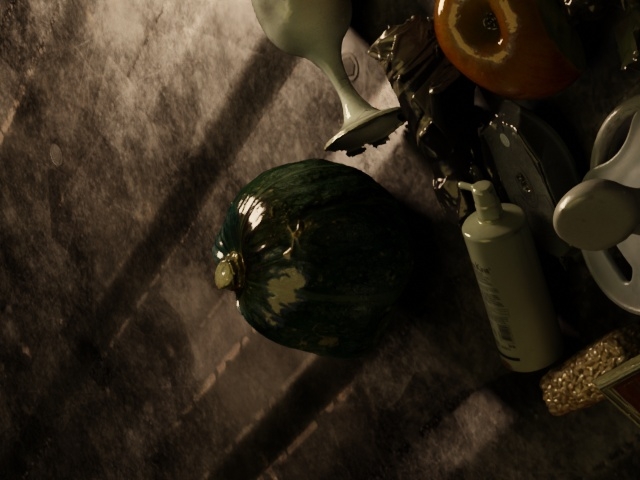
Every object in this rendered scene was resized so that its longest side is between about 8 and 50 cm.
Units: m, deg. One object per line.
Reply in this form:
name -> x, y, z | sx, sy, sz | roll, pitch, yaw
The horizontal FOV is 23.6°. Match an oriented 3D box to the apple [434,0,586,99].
apple -> 0.223, -0.256, 1.778 | 0.160, 0.173, 0.195 | -12, 97, 43

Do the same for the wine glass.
wine glass -> 0.004, -0.275, 2.079 | 0.143, 0.143, 0.321 | -41, 71, 51

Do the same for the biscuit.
biscuit -> 0.342, 0.162, 1.891 | 0.070, 0.082, 0.168 | 61, 142, 9

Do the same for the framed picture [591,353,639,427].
framed picture -> 0.462, 0.187, 1.734 | 0.216, 0.016, 0.273 | 41, 142, -5

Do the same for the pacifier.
pacifier -> 0.339, -0.041, 1.701 | 0.227, 0.207, 0.279 | 59, 142, 24

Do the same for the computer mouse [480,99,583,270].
computer mouse -> 0.277, -0.071, 1.881 | 0.231, 0.071, 0.126 | 64, 158, -11

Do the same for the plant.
plant -> 0.320, -0.285, 1.665 | 0.203, 0.131, 0.142 | 63, -174, 21

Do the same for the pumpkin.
pumpkin -> 0.000, 0.000, 2.109 | 0.293, 0.263, 0.197 | 54, 131, 41

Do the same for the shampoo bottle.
shampoo bottle -> 0.236, 0.040, 1.908 | 0.085, 0.085, 0.262 | 17, 136, 47

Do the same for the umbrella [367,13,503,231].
umbrella -> 0.180, -0.120, 1.957 | 0.106, 0.113, 0.357 | -17, 99, 50
